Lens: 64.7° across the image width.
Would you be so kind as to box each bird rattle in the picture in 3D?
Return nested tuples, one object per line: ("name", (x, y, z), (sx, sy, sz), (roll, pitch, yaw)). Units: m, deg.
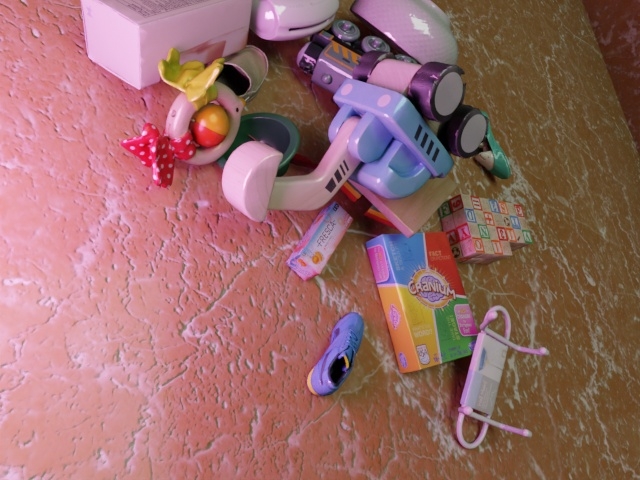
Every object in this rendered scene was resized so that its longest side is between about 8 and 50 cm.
("bird rattle", (-0.227, -0.211, 0.934), (0.207, 0.143, 0.253), (6, 104, -58))

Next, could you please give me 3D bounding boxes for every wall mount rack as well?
("wall mount rack", (0.394, 0.304, 1.150), (0.304, 0.130, 0.350), (30, 72, -35))

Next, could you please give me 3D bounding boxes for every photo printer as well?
("photo printer", (-0.120, -0.596, 1.188), (0.307, 0.107, 0.256), (44, 48, 9))

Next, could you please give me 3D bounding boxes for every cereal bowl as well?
("cereal bowl", (0.253, -0.593, 1.400), (0.339, 0.141, 0.339), (34, 18, -13))

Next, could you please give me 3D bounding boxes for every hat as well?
("hat", (-0.110, -0.156, 1.107), (0.208, 0.183, 0.173), (5, 61, 11))

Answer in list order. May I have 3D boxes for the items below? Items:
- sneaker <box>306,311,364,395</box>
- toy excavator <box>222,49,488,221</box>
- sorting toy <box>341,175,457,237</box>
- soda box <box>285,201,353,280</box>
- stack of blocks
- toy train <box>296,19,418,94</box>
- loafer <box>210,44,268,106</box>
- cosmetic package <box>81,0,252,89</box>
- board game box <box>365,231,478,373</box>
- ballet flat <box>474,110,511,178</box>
("sneaker", (0.051, 0.224, 1.023), (0.069, 0.082, 0.209), (45, 48, -10))
("toy excavator", (0.077, -0.173, 1.005), (0.433, 0.222, 0.445), (33, 90, -47))
("sorting toy", (0.172, -0.144, 1.248), (0.255, 0.089, 0.257), (45, 48, 4))
("soda box", (0.000, 0.000, 1.098), (0.063, 0.058, 0.183), (44, 49, -13))
("stack of blocks", (0.485, -0.025, 1.462), (0.297, 0.087, 0.171), (4, 68, -37))
("toy train", (0.102, -0.421, 1.276), (0.334, 0.142, 0.190), (31, 54, 2))
("loafer", (-0.180, -0.344, 1.090), (0.102, 0.092, 0.268), (40, 51, -17))
("cosmetic package", (-0.288, -0.423, 0.988), (0.153, 0.129, 0.296), (35, 47, 17))
("board game box", (0.253, 0.139, 1.226), (0.242, 0.064, 0.316), (-3, 73, -39))
("ballet flat", (0.530, -0.302, 1.640), (0.087, 0.083, 0.247), (-16, 80, -16))
